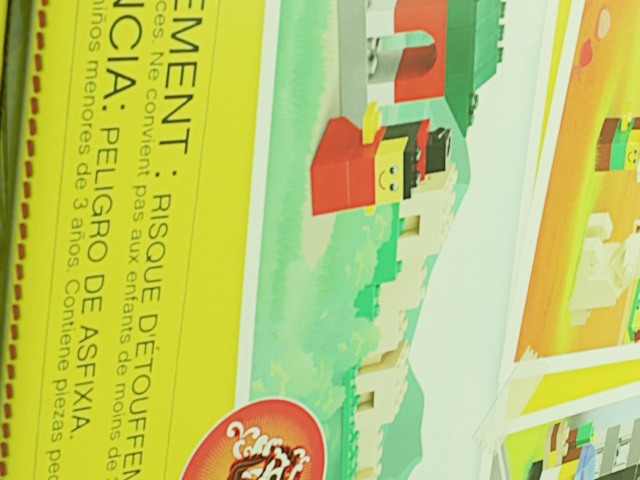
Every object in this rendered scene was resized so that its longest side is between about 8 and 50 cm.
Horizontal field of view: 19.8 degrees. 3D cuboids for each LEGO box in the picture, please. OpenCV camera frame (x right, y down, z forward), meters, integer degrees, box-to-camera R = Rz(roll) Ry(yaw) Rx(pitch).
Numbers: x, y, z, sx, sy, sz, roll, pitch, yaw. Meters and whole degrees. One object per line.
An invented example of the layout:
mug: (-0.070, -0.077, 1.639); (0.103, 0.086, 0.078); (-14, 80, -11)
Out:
LEGO box: (0.000, 0.000, 0.588); (0.372, 0.193, 0.500); (-7, 112, -41)
